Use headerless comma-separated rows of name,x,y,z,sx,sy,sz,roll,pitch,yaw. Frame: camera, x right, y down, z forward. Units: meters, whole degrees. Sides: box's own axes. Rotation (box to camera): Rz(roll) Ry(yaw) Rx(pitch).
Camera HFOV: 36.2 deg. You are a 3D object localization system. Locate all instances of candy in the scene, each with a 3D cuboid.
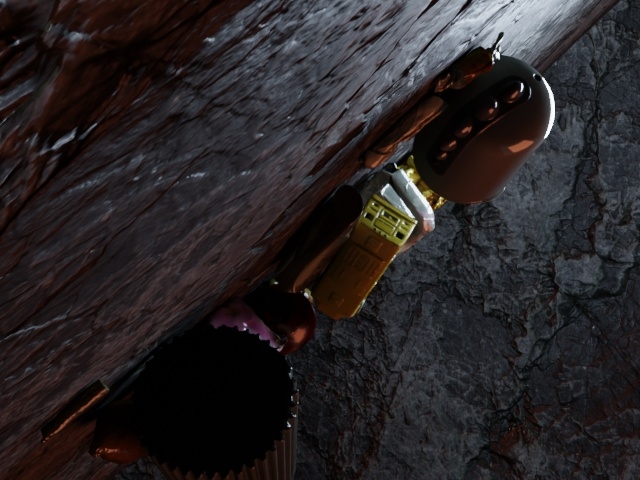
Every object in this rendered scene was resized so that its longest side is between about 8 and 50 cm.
candy,-0.195,0.239,2.057,0.116,0.155,0.265,-45,177,-35
candy,0.261,-0.298,1.681,0.182,0.046,0.053,-38,172,-26

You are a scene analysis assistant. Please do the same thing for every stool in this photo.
stool,-0.180,0.364,1.844,0.297,0.297,0.330,-41,154,-22

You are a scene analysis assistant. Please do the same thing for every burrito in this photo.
burrito,0.145,-0.190,1.725,0.185,0.041,0.045,-41,-176,7

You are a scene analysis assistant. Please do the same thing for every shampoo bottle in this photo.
shampoo bottle,0.000,0.000,1.963,0.125,0.084,0.350,-46,177,-31

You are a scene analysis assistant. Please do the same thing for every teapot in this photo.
teapot,0.158,-0.063,2.117,0.221,0.178,0.163,-47,174,33

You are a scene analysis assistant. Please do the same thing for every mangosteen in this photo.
mangosteen,-0.098,0.167,2.234,0.200,0.200,0.200,-42,175,-4

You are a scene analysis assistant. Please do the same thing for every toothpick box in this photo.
toothpick box,0.299,-0.210,1.826,0.229,0.229,0.316,-41,172,-20

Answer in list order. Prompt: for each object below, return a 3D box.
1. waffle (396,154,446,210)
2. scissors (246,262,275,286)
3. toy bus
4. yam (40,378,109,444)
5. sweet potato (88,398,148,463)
waffle,0.206,-0.103,2.383,0.324,0.151,0.261,-46,178,17
scissors,-0.122,0.068,2.024,0.083,0.006,0.036,-39,172,-35
toy bus,0.076,0.057,2.058,0.335,0.121,0.123,-59,180,43
yam,-0.383,0.263,1.505,0.129,0.027,0.033,-41,-175,-11
sweet potato,-0.376,0.365,1.879,0.131,0.131,0.337,-43,167,3
